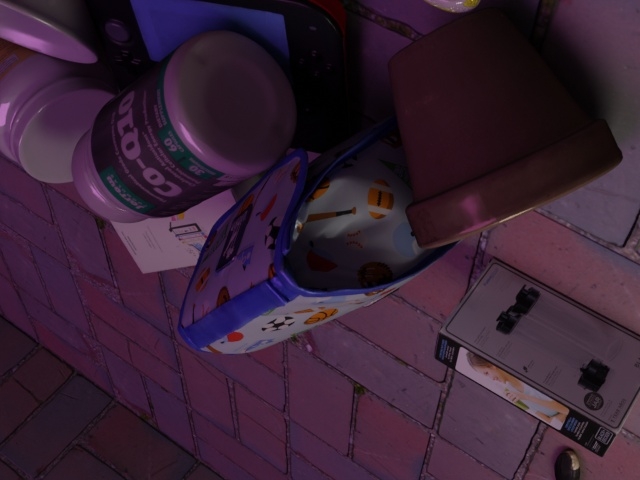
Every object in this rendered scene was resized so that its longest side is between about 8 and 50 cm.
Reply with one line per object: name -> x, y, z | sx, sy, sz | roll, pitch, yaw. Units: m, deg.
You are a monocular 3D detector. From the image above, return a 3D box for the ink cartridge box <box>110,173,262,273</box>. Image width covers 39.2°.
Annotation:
ink cartridge box -> -0.230, -0.071, 1.602 | 0.233, 0.171, 0.168 | -10, 135, 12

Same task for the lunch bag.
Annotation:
lunch bag -> 0.000, 0.000, 1.266 | 0.239, 0.385, 0.328 | 55, 144, -2

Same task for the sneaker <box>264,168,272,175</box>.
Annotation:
sneaker -> -0.032, -0.066, 1.585 | 0.161, 0.057, 0.075 | 51, 154, -9

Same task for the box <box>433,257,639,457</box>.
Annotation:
box -> 0.337, 0.170, 1.349 | 0.290, 0.169, 0.087 | 29, 150, 20

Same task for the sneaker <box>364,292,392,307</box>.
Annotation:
sneaker -> 0.106, 0.065, 1.607 | 0.073, 0.063, 0.162 | 58, 147, 9

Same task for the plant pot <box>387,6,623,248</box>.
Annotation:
plant pot -> 0.190, -0.143, 1.077 | 0.263, 0.263, 0.229 | -23, 93, 58

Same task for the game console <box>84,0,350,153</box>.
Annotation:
game console -> -0.144, -0.262, 1.335 | 0.387, 0.060, 0.342 | 13, 146, 11

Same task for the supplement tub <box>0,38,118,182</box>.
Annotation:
supplement tub -> -0.515, -0.283, 1.619 | 0.331, 0.241, 0.241 | 49, 155, 29

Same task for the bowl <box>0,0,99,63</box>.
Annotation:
bowl -> -0.456, -0.387, 1.348 | 0.298, 0.134, 0.298 | 20, 177, 1

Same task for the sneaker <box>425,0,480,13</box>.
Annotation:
sneaker -> 0.109, -0.363, 1.045 | 0.240, 0.091, 0.126 | 37, 121, 29

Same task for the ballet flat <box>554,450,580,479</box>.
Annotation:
ballet flat -> 0.469, 0.447, 1.678 | 0.057, 0.049, 0.173 | -118, 12, -49

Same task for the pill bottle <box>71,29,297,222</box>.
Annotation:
pill bottle -> -0.214, -0.148, 1.318 | 0.204, 0.204, 0.361 | 51, 142, -14
